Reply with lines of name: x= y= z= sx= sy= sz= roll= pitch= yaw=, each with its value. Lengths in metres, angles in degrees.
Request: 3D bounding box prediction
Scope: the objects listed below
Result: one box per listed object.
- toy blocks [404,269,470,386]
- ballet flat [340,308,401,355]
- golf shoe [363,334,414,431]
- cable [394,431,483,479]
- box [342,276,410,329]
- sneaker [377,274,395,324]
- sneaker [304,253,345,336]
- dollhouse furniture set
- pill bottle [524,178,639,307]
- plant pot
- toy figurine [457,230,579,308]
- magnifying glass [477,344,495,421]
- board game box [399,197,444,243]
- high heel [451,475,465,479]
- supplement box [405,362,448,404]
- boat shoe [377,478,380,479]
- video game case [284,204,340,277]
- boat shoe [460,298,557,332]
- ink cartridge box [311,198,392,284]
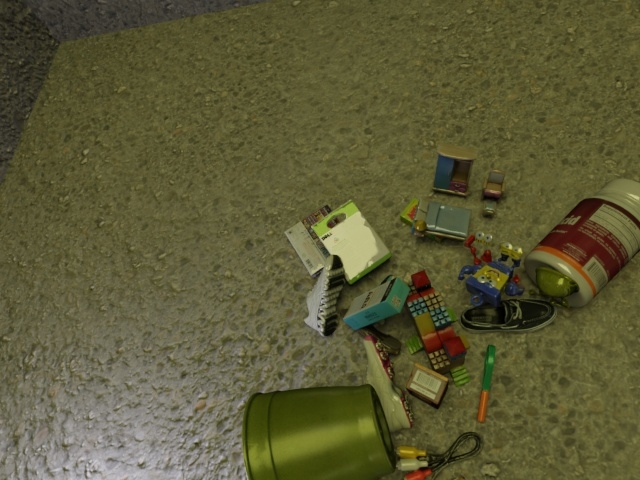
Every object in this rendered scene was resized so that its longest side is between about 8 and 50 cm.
toy blocks: x=0.346 y=0.254 z=1.406 sx=0.190 sy=0.261 sz=0.382 roll=-22 pitch=60 yaw=4
ballet flat: x=0.166 y=0.319 z=1.541 sx=0.249 sy=0.058 sz=0.084 roll=31 pitch=32 yaw=25
golf shoe: x=0.182 y=0.458 z=1.417 sx=0.140 sy=0.115 sz=0.307 roll=-26 pitch=74 yaw=15
cable: x=0.348 y=0.657 z=1.316 sx=0.286 sy=0.072 sz=0.140 roll=-16 pitch=67 yaw=7
box: x=0.175 y=0.206 z=1.429 sx=0.060 sy=0.244 sz=0.101 roll=41 pitch=53 yaw=-9
sneaker: x=0.230 y=0.212 z=1.580 sx=0.082 sy=0.071 sz=0.191 roll=30 pitch=70 yaw=-1
sneaker: x=0.007 y=0.186 z=1.571 sx=0.118 sy=0.110 sz=0.293 roll=18 pitch=103 yaw=37
dollhouse furniture set: x=0.487 y=-0.144 z=1.555 sx=0.286 sy=0.198 sz=0.304 roll=13 pitch=58 yaw=16
pill bottle: x=0.861 y=0.001 z=1.409 sx=0.392 sy=0.224 sz=0.224 roll=-42 pitch=61 yaw=-7
plant pot: x=0.016 y=0.573 z=1.275 sx=0.352 sy=0.366 sz=0.367 roll=-19 pitch=61 yaw=7
toy figurine: x=0.558 y=0.152 z=1.380 sx=0.217 sy=0.191 sz=0.362 roll=-40 pitch=49 yaw=-21
magnifying glass: x=0.511 y=0.438 z=1.379 sx=0.026 sy=0.092 sz=0.231 roll=8 pitch=77 yaw=16
board game box: x=0.399 y=-0.074 z=1.676 sx=0.181 sy=0.043 sz=0.092 roll=35 pitch=78 yaw=27
high heel: x=0.367 y=0.807 z=1.233 sx=0.186 sy=0.093 sz=0.261 roll=40 pitch=84 yaw=22
supplement box: x=0.326 y=0.445 z=1.358 sx=0.104 sy=0.188 sz=0.081 roll=23 pitch=73 yaw=24
boat shoe: x=0.146 y=0.693 z=1.353 sx=0.068 sy=0.072 sz=0.190 roll=-2 pitch=64 yaw=15
video game case: x=0.000 y=0.000 z=1.750 sx=0.210 sy=0.042 sz=0.232 roll=-33 pitch=61 yaw=-2
boat shoe: x=0.603 y=0.234 z=1.434 sx=0.300 sy=0.102 sz=0.108 roll=-6 pitch=63 yaw=13
ink cartridge box: x=0.113 y=0.009 z=1.638 sx=0.188 sy=0.097 sz=0.255 roll=-34 pitch=80 yaw=-3
